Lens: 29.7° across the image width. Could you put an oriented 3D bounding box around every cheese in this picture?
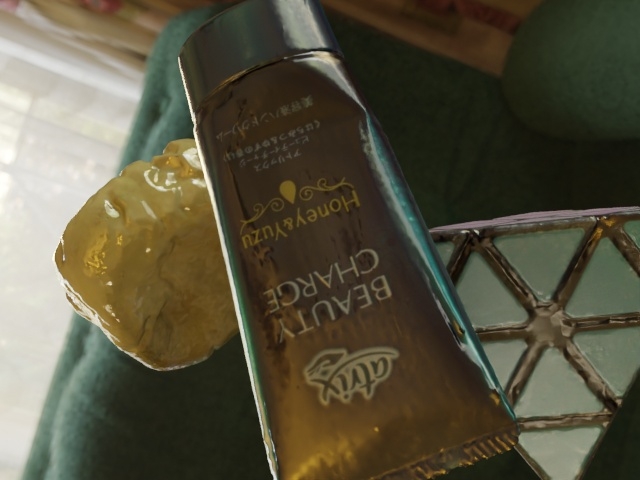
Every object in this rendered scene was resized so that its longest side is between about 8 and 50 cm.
[{"bbox_3d":[-0.124,0.009,1.095,0.214,0.226,0.117,-44,61,-9],"label":"cheese"}]

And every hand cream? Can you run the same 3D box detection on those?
[{"bbox_3d":[0.000,0.000,0.612,0.120,0.061,0.270,-23,67,10],"label":"hand cream"}]

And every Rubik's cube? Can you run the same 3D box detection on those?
[{"bbox_3d":[0.097,0.015,0.754,0.190,0.178,0.211,-115,44,-63],"label":"Rubik's cube"}]
